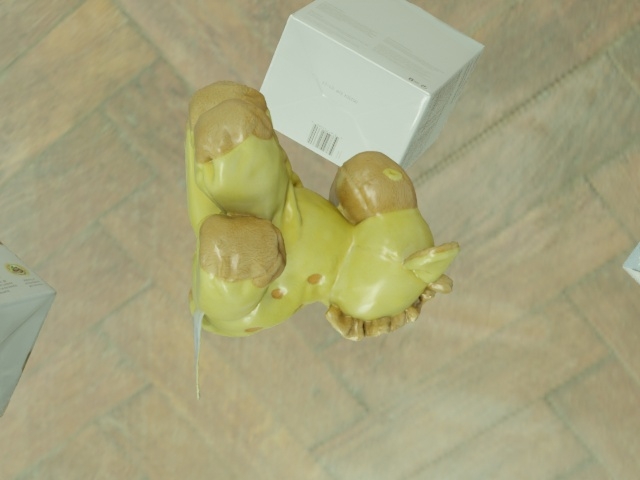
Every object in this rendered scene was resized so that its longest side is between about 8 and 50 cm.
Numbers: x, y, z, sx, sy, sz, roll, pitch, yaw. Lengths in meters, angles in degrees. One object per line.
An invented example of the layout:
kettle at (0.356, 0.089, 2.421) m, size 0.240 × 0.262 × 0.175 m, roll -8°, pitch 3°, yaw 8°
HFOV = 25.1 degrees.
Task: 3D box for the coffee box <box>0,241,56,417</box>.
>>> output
coffee box at (-0.349, 0.030, 1.176) m, size 0.246 × 0.098 × 0.141 m, roll 39°, pitch 117°, yaw 21°

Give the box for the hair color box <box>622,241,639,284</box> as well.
hair color box at (0.562, 0.115, 1.758) m, size 0.374 × 0.185 × 0.113 m, roll 39°, pitch 84°, yaw -26°

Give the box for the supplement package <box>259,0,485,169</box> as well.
supplement package at (0.060, -0.196, 1.764) m, size 0.194 × 0.203 × 0.149 m, roll 32°, pitch 123°, yaw 10°

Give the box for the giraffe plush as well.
giraffe plush at (0.000, 0.000, 0.956) m, size 0.171 × 0.181 × 0.210 m, roll -2°, pitch 107°, yaw -8°
